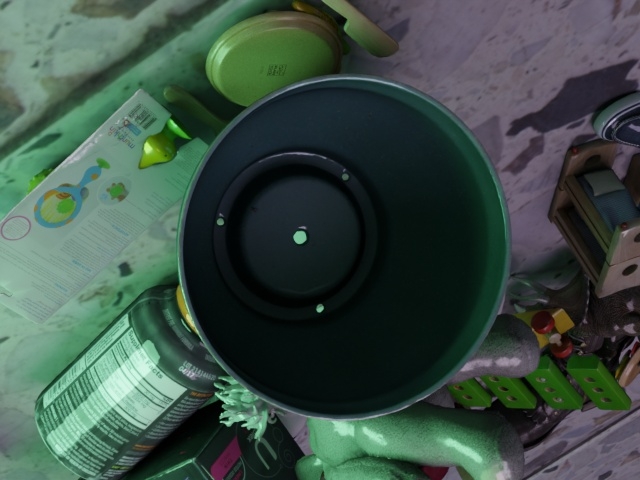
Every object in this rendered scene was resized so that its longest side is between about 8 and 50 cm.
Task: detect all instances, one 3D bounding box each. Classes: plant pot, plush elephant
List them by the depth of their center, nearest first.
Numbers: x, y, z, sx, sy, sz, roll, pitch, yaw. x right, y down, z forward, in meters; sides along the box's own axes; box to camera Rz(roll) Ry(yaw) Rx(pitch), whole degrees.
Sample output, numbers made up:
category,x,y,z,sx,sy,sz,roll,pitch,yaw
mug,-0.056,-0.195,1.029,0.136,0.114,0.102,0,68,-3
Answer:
category,x,y,z,sx,sy,sz,roll,pitch,yaw
plant pot,0.000,0.000,1.275,0.293,0.293,0.196,-19,-171,-13
plush elephant,0.067,0.249,1.428,0.330,0.272,0.255,-4,114,7

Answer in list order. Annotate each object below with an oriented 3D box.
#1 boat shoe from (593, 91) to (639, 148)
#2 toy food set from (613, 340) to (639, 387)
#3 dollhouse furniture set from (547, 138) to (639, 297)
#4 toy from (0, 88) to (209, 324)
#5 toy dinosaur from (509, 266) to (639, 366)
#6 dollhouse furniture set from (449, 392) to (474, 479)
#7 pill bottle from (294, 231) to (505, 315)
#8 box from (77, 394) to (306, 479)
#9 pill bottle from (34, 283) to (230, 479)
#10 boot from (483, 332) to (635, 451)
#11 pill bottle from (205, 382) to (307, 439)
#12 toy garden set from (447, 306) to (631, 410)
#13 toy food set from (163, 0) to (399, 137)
category,x,y,z,sx,sy,sz,roll,pitch,yaw
boat shoe,0.397,-0.118,1.580,0.183,0.083,0.065,-6,141,-30
toy food set,0.432,0.167,1.945,0.083,0.020,0.082,-56,157,-1
dollhouse furniture set,0.384,-0.045,1.629,0.183,0.129,0.129,-16,145,-15
toy,-0.217,-0.037,1.276,0.237,0.056,0.137,-39,142,8
toy dinosaur,0.401,0.059,1.789,0.313,0.121,0.160,-32,116,-19
dollhouse furniture set,0.150,0.321,1.932,0.101,0.161,0.182,-8,141,-27
pill bottle,0.066,0.041,1.503,0.264,0.146,0.146,11,131,-43
box,-0.163,0.298,1.578,0.270,0.143,0.165,-28,-169,31
pill bottle,-0.176,0.135,1.471,0.245,0.130,0.130,-43,144,22
boot,0.335,0.167,1.934,0.263,0.091,0.229,-26,148,-22
pill bottle,-0.082,0.212,1.666,0.108,0.108,0.193,4,136,-39
toy garden set,0.246,0.144,1.781,0.244,0.049,0.204,-3,145,36
toy food set,-0.040,-0.164,1.255,0.192,0.039,0.132,-29,143,22
